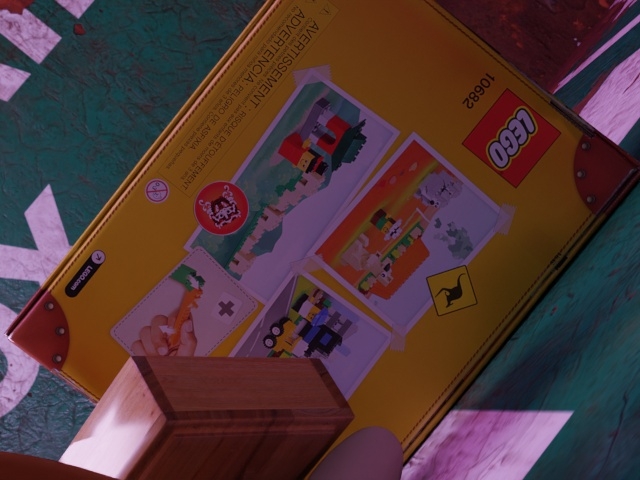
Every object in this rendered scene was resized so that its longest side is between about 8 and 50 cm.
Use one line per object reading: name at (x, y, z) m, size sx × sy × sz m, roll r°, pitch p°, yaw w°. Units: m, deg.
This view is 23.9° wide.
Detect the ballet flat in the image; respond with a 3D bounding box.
ballet flat at (-0.007, 0.268, 1.254) m, size 0.248 × 0.086 × 0.086 m, roll -53°, pitch 0°, yaw 2°

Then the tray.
tray at (-0.163, 0.264, 1.292) m, size 0.202 × 0.076 × 0.411 m, roll 5°, pitch -50°, yaw -45°

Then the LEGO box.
LEGO box at (0.000, 0.000, 1.471) m, size 0.500 × 0.372 × 0.193 m, roll -51°, pitch 7°, yaw 4°

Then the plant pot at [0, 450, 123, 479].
plant pot at (-0.127, 0.273, 0.884) m, size 0.291 × 0.290 × 0.204 m, roll 147°, pitch 146°, yaw -89°
